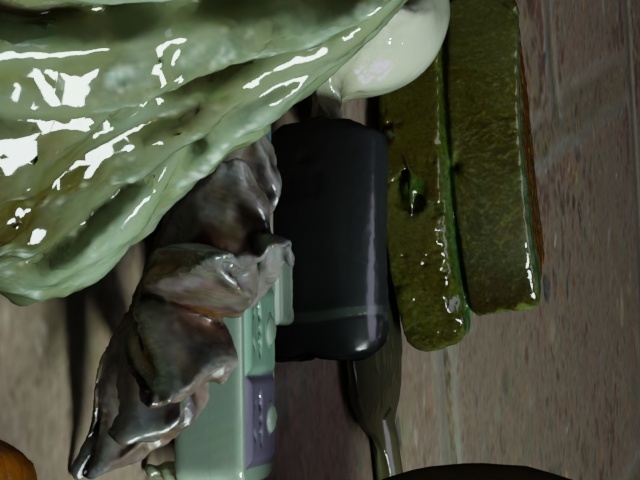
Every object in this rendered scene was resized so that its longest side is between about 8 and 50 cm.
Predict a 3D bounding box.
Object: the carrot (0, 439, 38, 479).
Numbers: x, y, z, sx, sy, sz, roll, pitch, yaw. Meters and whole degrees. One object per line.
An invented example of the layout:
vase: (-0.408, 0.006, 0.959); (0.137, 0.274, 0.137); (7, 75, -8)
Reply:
carrot: (-0.156, 0.094, 0.791); (0.248, 0.059, 0.059); (38, 53, -70)

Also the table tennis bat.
table tennis bat: (0.041, 0.104, 1.440); (0.131, 0.022, 0.234); (-37, 121, -70)

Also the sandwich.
sandwich: (0.114, -0.056, 1.510); (0.212, 0.109, 0.292); (50, 39, -63)

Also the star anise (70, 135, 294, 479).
star anise: (-0.061, 0.030, 0.967); (0.195, 0.065, 0.182); (-81, -164, -46)

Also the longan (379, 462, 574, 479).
longan: (0.078, 0.269, 1.139); (0.297, 0.297, 0.297); (-1, 90, -72)

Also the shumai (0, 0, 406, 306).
shumai: (-0.040, -0.118, 0.824); (0.309, 0.263, 0.304); (-60, 142, -58)

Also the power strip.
power strip: (-0.053, 0.027, 1.114); (0.145, 0.061, 0.216); (18, 72, -78)

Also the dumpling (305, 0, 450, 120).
dumpling: (0.026, -0.125, 1.293); (0.169, 0.100, 0.134); (-106, -146, -59)

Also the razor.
razor: (0.000, 0.000, 1.208); (0.054, 0.090, 0.148); (17, 72, -58)
